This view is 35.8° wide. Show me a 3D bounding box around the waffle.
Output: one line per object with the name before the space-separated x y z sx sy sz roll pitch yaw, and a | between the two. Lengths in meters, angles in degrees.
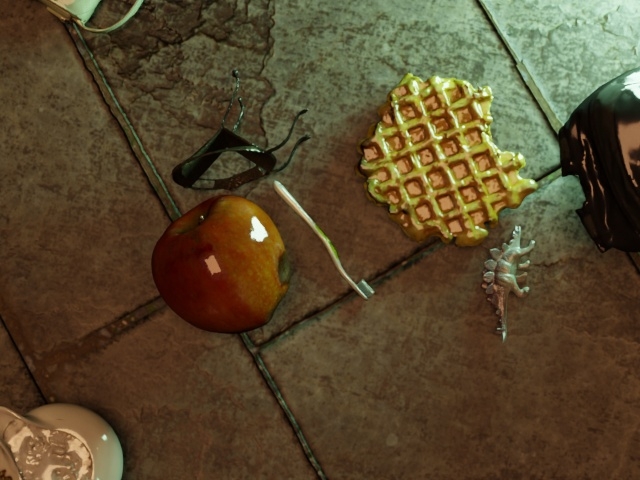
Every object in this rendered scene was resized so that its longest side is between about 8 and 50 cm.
waffle | 0.212 -0.141 1.696 0.301 0.058 0.281 44 90 4

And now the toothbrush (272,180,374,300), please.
toothbrush | 0.000 0.000 1.712 0.026 0.022 0.263 -42 85 13

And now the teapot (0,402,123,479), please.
teapot | -0.422 0.378 1.634 0.298 0.139 0.204 34 76 1

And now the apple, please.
apple | -0.158 0.046 1.627 0.230 0.230 0.230 0 85 3

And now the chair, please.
chair | -0.139 -0.154 1.661 0.149 0.174 0.213 34 77 9

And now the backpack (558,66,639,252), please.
backpack | 0.601 -0.153 1.585 0.445 0.255 0.363 -15 86 -13

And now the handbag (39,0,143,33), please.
handbag | -0.397 -0.499 1.745 0.219 0.079 0.256 31 89 1

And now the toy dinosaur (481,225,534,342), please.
toy dinosaur | 0.314 0.073 1.680 0.082 0.039 0.209 7 75 6
